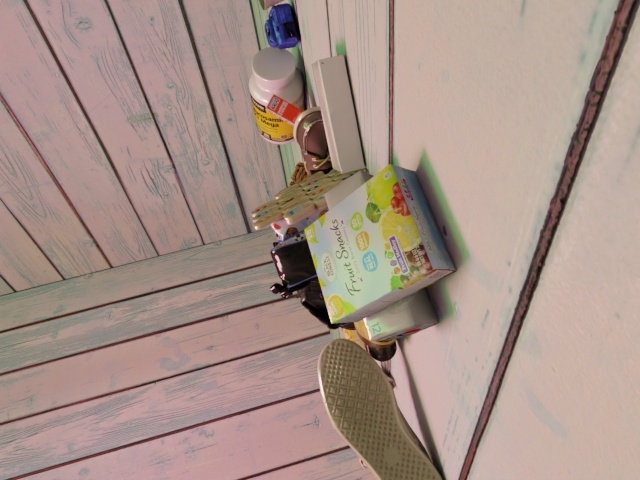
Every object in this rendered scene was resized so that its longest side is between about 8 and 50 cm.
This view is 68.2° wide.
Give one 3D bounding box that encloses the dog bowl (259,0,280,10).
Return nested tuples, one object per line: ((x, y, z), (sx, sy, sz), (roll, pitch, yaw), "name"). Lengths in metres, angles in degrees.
((-0.147, -0.823, 1.280), (0.349, 0.102, 0.349), (166, 90, -85), "dog bowl")

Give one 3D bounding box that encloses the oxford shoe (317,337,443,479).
((0.135, 0.444, 1.130), (0.449, 0.169, 0.130), (56, 177, 14), "oxford shoe")

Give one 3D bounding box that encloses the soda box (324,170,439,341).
((0.104, 0.026, 0.834), (0.098, 0.091, 0.286), (9, -122, -50), "soda box")

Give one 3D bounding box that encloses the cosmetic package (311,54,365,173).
((0.040, -0.274, 1.036), (0.099, 0.060, 0.239), (-116, 12, -72), "cosmetic package")

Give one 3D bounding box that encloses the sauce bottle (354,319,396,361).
((0.126, 0.166, 1.045), (0.344, 0.111, 0.111), (72, 179, -52), "sauce bottle")

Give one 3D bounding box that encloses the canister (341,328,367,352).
((0.117, 0.342, 1.760), (0.126, 0.073, 0.170), (-144, 39, -82), "canister")

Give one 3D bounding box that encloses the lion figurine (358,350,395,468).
((0.178, 0.510, 1.442), (0.240, 0.142, 0.392), (68, -160, -75), "lion figurine")

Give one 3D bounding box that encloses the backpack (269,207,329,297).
((0.000, 0.000, 1.171), (0.263, 0.276, 0.213), (0, -107, -87), "backpack")

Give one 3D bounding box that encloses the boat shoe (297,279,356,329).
((0.038, 0.224, 1.497), (0.340, 0.127, 0.113), (51, -157, -42), "boat shoe")

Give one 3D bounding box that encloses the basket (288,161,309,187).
((0.001, -0.126, 1.619), (0.299, 0.223, 0.213), (97, -170, -75), "basket")

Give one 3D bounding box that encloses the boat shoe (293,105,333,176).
((0.003, -0.229, 1.262), (0.324, 0.116, 0.097), (79, 170, -68), "boat shoe")

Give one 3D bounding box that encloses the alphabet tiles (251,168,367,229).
((-0.032, -0.106, 1.100), (0.021, 0.278, 0.284), (63, 178, -19), "alphabet tiles")

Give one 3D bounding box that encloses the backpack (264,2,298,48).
((-0.121, -0.660, 1.451), (0.098, 0.101, 0.120), (-146, 45, -71), "backpack")

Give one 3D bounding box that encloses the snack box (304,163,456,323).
((0.081, 0.013, 0.735), (0.207, 0.070, 0.174), (-37, 60, 38), "snack box")

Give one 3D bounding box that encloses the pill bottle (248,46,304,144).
((-0.150, -0.503, 1.659), (0.334, 0.188, 0.188), (89, 165, -68), "pill bottle")

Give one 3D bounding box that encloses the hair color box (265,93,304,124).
((-0.090, -0.398, 1.505), (0.053, 0.167, 0.093), (-62, 14, 7), "hair color box")
